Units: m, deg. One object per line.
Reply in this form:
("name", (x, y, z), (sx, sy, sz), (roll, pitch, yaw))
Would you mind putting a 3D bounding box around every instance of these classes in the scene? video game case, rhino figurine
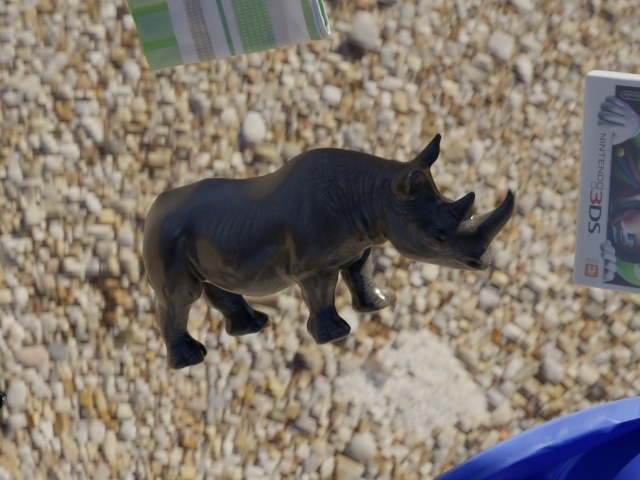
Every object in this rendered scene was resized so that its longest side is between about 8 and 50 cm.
("video game case", (0.290, -0.035, 1.332), (0.190, 0.173, 0.022), (9, 19, 24))
("rhino figurine", (0.000, 0.000, 0.994), (0.073, 0.243, 0.106), (-44, 117, -58))

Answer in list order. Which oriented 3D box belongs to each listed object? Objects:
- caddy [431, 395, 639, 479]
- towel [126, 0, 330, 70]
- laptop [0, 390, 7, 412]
("caddy", (0.098, 0.194, 0.600), (0.241, 0.341, 0.179), (-26, 47, -6))
("towel", (-0.078, -0.193, 1.365), (0.152, 0.113, 0.023), (-11, 31, 9))
("laptop", (-0.290, 0.145, 0.868), (0.234, 0.264, 0.137), (25, 54, 9))
